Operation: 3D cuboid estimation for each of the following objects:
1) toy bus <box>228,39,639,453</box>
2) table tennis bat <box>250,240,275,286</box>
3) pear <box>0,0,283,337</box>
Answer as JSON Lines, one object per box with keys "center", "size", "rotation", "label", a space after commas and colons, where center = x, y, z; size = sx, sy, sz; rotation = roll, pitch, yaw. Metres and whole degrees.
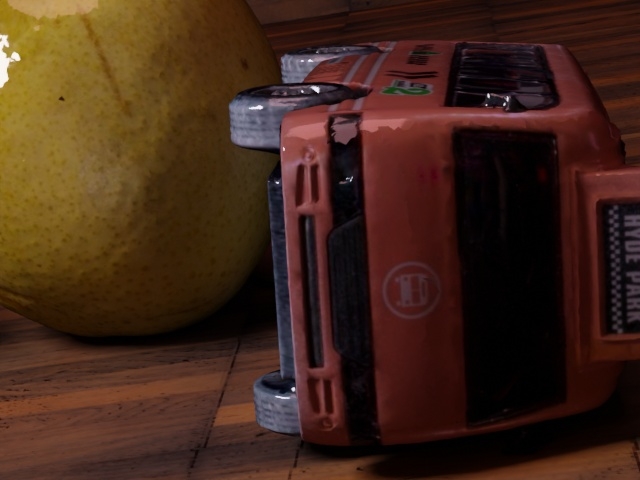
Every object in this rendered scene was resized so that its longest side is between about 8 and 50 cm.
{"center": [0.082, -0.017, 1.089], "size": [0.233, 0.203, 0.427], "rotation": [-3, 12, 6], "label": "toy bus"}
{"center": [0.000, 0.000, 1.458], "size": [0.138, 0.022, 0.246], "rotation": [-10, 16, -5], "label": "table tennis bat"}
{"center": [-0.171, -0.081, 1.295], "size": [0.314, 0.314, 0.314], "rotation": [-9, 14, 2], "label": "pear"}
